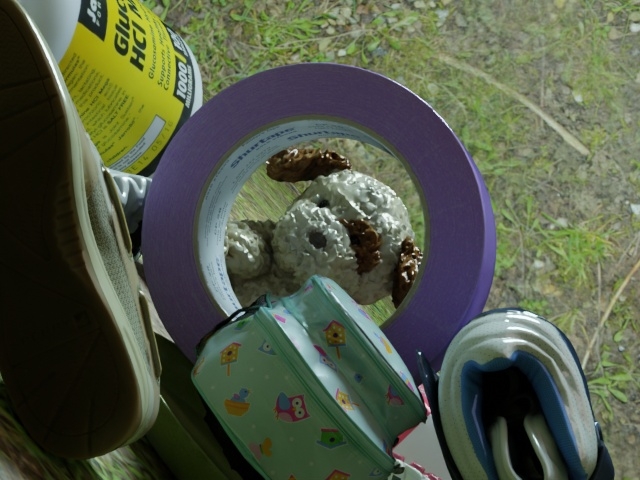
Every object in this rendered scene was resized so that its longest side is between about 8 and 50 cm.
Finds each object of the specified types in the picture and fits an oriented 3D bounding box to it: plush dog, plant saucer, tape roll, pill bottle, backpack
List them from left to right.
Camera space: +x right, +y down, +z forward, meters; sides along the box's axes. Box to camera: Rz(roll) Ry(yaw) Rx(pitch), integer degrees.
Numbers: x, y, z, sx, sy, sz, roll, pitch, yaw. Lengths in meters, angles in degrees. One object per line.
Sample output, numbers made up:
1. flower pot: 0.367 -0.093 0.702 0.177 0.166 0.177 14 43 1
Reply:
1. pill bottle: -0.253 -0.166 1.608 0.188 0.188 0.334 50 7 29
2. plant saucer: -0.070 0.167 1.413 0.241 0.037 0.241 46 5 -5
3. backpack: -0.009 0.114 1.332 0.166 0.144 0.188 52 9 -2
4. plush dog: -0.006 0.035 1.825 0.262 0.225 0.210 48 6 19
5. tape roll: 0.000 0.000 1.495 0.275 0.275 0.090 48 5 12

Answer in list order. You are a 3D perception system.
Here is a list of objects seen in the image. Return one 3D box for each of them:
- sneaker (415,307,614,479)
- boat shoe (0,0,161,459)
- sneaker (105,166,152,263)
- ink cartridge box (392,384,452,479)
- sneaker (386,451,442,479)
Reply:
1. sneaker: 0.156 0.208 1.344 0.236 0.130 0.322 7 71 -78
2. boat shoe: -0.175 -0.011 1.185 0.098 0.109 0.302 -3 72 -77
3. sneaker: -0.206 -0.036 1.522 0.118 0.110 0.292 39 3 15
4. ink cartridge box: 0.148 0.268 1.969 0.237 0.100 0.172 48 6 20
5. sneaker: 0.110 0.281 1.631 0.299 0.112 0.121 35 -8 25
